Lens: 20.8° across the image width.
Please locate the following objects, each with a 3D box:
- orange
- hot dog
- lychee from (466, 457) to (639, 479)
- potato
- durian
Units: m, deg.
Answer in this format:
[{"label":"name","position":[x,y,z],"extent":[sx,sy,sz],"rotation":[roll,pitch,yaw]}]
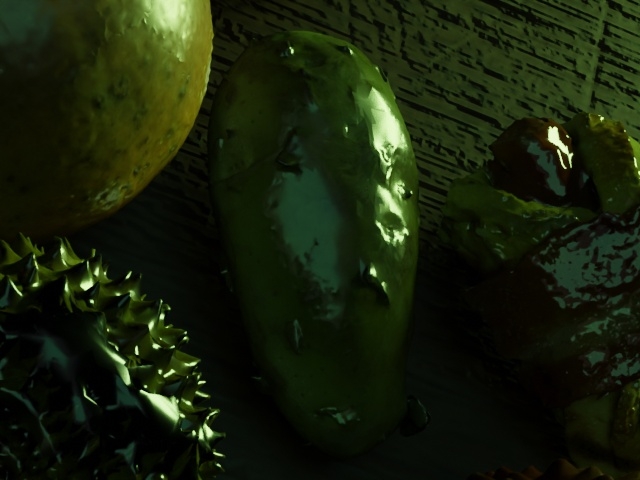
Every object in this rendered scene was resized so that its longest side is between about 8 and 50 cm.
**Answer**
[{"label":"orange","position":[-0.164,-0.114,0.821],"extent":[0.240,0.171,0.240],"rotation":[7,70,-19]},{"label":"hot dog","position":[0.156,0.029,0.942],"extent":[0.146,0.103,0.213],"rotation":[-34,88,-28]},{"label":"lychee","position":[0.114,0.231,0.762],"extent":[0.276,0.304,0.275],"rotation":[-3,53,4]},{"label":"potato","position":[0.000,0.000,0.897],"extent":[0.117,0.090,0.225],"rotation":[-5,81,-30]},{"label":"durian","position":[-0.134,0.075,0.732],"extent":[0.193,0.138,0.237],"rotation":[57,28,-5]}]
